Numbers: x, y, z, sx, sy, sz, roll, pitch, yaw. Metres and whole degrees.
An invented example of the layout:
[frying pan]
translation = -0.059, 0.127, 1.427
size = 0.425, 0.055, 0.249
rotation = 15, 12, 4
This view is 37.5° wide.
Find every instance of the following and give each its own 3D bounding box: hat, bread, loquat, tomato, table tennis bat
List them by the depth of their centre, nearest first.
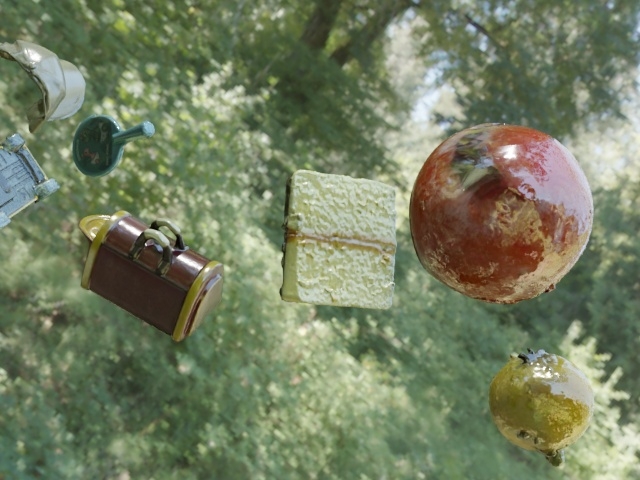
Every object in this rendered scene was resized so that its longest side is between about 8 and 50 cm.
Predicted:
[tomato]
translation = 0.204, -0.037, 1.078
size = 0.208, 0.208, 0.184
rotation = 33, -39, 44
[hat]
translation = -0.386, -0.243, 1.351
size = 0.147, 0.085, 0.175
rotation = 59, 24, -2
[loquat]
translation = 0.369, 0.277, 1.571
size = 0.149, 0.172, 0.204
rotation = 141, -63, -79
[table tennis bat]
translation = -0.399, -0.190, 1.807
size = 0.201, 0.124, 0.033
rotation = -13, -9, 30
[bread]
translation = 0.000, 0.000, 1.870
size = 0.236, 0.263, 0.198
rotation = 6, -6, -34

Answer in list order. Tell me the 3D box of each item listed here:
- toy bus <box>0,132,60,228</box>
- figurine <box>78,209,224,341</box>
[toy bus]
translation = -0.545, -0.067, 1.503
size = 0.121, 0.123, 0.335
rotation = 57, 16, -12
[figurine]
translation = -0.169, 0.015, 0.912
size = 0.154, 0.082, 0.098
rotation = 30, -44, 8
